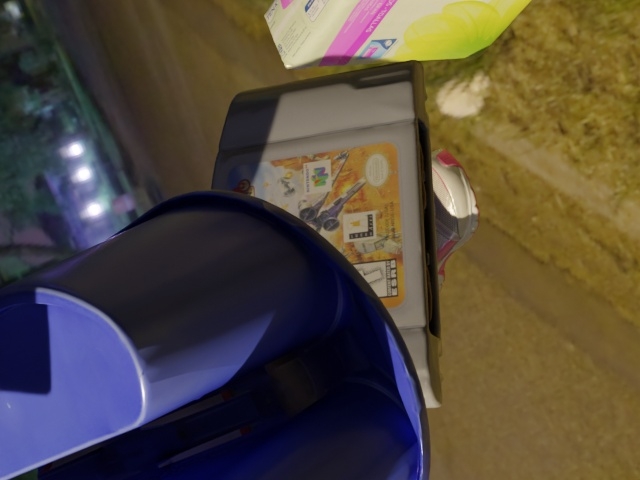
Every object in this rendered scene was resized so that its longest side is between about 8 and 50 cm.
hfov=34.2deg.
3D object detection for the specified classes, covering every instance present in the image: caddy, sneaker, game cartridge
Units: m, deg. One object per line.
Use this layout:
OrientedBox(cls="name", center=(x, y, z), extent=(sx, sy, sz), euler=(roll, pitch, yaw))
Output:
OrientedBox(cls="caddy", center=(-0.095, 0.114, 0.609), extent=(0.341, 0.179, 0.241), euler=(-27, 89, 42))
OrientedBox(cls="sneaker", center=(0.112, -0.002, 1.300), extent=(0.103, 0.111, 0.252), euler=(50, 141, 34))
OrientedBox(cls="game cartridge", center=(0.000, 0.000, 0.892), extent=(0.062, 0.198, 0.297), euler=(39, -133, -68))

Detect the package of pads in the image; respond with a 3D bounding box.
OrientedBox(cls="package of pads", center=(0.115, -0.298, 1.168), extent=(0.229, 0.297, 0.101), euler=(-47, 60, 52))
